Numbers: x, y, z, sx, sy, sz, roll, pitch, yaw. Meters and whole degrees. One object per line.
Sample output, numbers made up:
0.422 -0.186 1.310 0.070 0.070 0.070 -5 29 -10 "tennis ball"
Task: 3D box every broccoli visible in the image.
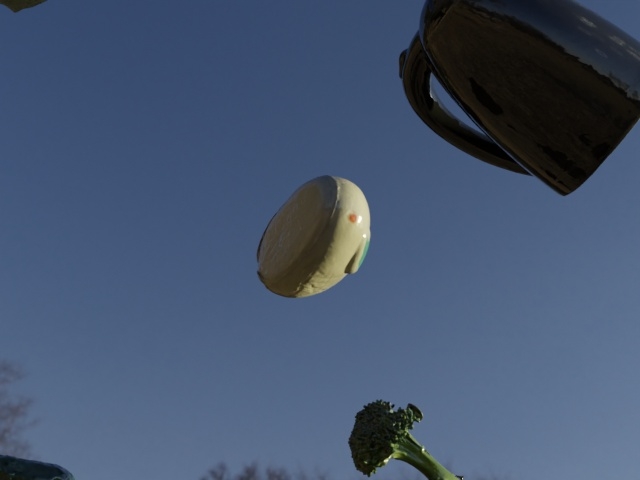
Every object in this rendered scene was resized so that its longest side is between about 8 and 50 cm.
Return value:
0.136 0.325 1.648 0.204 0.122 0.118 34 -14 -3 "broccoli"

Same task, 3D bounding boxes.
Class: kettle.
0.238 -0.200 1.381 0.290 0.207 0.268 35 -44 -1 "kettle"

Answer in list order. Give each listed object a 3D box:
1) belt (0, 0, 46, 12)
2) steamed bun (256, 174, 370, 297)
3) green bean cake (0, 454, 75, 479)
-0.389 -0.391 1.288 0.258 0.150 0.207 16 -38 1 "belt"
0.000 0.000 1.761 0.131 0.177 0.228 25 -54 -26 "steamed bun"
-0.474 0.351 1.399 0.300 0.169 0.308 9 -13 -7 "green bean cake"
